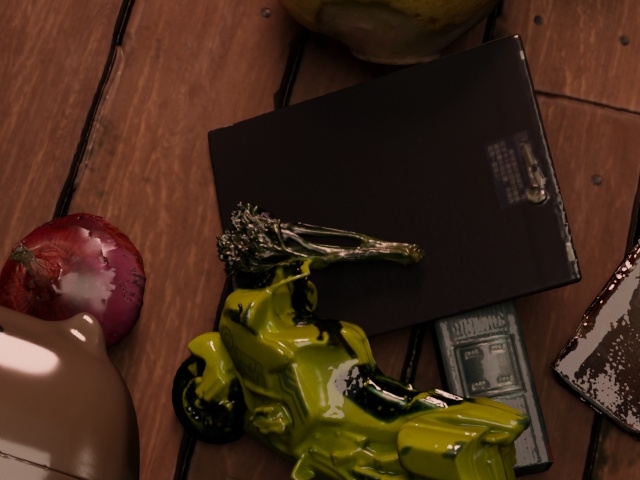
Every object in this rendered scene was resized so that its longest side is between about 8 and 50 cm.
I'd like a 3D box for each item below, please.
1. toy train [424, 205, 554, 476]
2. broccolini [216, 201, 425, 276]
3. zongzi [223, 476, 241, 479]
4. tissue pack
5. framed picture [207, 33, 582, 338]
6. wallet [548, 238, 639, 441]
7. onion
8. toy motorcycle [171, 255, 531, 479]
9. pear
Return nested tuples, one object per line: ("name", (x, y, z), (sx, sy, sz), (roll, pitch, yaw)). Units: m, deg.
("toy train", (0.140, 0.031, 1.312), (0.086, 0.089, 0.409), (-11, 73, 0))
("broccolini", (-0.003, 0.000, 1.278), (0.201, 0.058, 0.074), (0, 84, 21))
("zongzi", (-0.006, 0.362, 1.178), (0.274, 0.125, 0.251), (21, 65, 7))
("tissue pack", (-0.346, 0.176, 1.148), (0.387, 0.267, 0.277), (16, 70, 4))
("framed picture", (0.061, -0.037, 1.304), (0.339, 0.014, 0.255), (-17, 72, 16))
("wallet", (0.335, 0.075, 1.335), (0.122, 0.031, 0.232), (38, 77, 5))
("onion", (-0.246, 0.032, 1.267), (0.150, 0.140, 0.150), (-6, 62, 11))
("toy motorcycle", (0.022, 0.135, 1.209), (0.342, 0.142, 0.206), (22, 115, 23))
("pear", (0.067, -0.313, 1.335), (0.271, 0.271, 0.271), (1, 72, -2))
